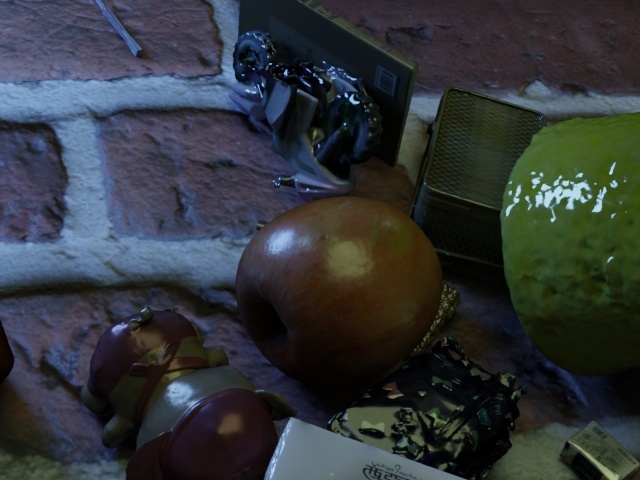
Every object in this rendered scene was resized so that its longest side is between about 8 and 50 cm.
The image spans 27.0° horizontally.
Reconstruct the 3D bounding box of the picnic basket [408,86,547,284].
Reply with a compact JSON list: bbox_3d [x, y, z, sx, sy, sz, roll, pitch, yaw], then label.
[{"bbox_3d":[0.219,-0.080,1.911,0.165,0.139,0.266,17,45,0],"label":"picnic basket"}]

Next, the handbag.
[{"bbox_3d":[0.128,0.234,1.598,0.162,0.113,0.260,35,48,25],"label":"handbag"}]

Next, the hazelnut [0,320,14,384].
[{"bbox_3d":[-0.444,0.117,1.521,0.208,0.208,0.208,8,45,-8],"label":"hazelnut"}]

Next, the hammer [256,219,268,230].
[{"bbox_3d":[0.000,0.000,1.859,0.182,0.017,0.062,16,44,2],"label":"hammer"}]

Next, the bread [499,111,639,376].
[{"bbox_3d":[0.424,0.003,1.707,0.348,0.348,0.308,-31,17,-36],"label":"bread"}]

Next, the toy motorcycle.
[{"bbox_3d":[-0.034,-0.170,1.927,0.143,0.188,0.327,-13,36,-38],"label":"toy motorcycle"}]

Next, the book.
[{"bbox_3d":[0.001,-0.259,1.972,0.310,0.217,0.021,35,58,17],"label":"book"}]

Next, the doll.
[{"bbox_3d":[-0.157,0.199,1.528,0.256,0.196,0.152,44,14,31],"label":"doll"}]

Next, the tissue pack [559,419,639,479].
[{"bbox_3d":[0.349,0.275,1.667,0.062,0.042,0.083,-27,59,-37],"label":"tissue pack"}]

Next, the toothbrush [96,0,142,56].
[{"bbox_3d":[-0.331,-0.355,2.117,0.017,0.014,0.194,-16,52,-29],"label":"toothbrush"}]

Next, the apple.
[{"bbox_3d":[0.025,0.060,1.641,0.254,0.253,0.253,8,45,-8],"label":"apple"}]

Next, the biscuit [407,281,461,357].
[{"bbox_3d":[0.066,0.058,1.797,0.231,0.025,0.131,30,59,15],"label":"biscuit"}]

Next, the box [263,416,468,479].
[{"bbox_3d":[0.055,0.323,1.431,0.260,0.194,0.111,18,45,1],"label":"box"}]
